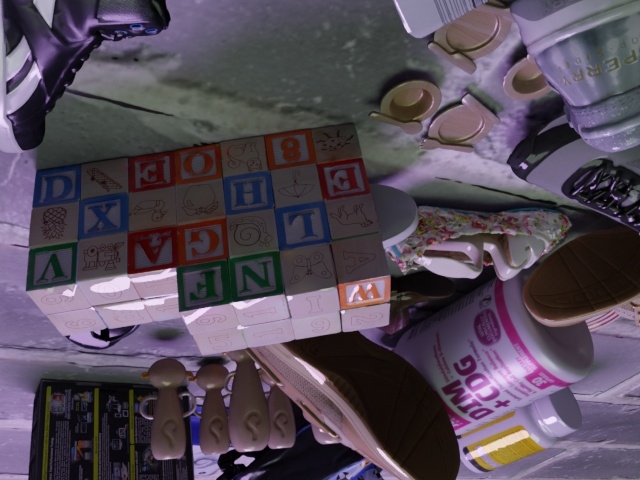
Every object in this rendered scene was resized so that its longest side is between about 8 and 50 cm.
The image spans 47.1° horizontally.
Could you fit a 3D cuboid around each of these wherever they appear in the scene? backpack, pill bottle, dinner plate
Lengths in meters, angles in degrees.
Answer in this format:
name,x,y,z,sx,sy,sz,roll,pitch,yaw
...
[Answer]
name,x,y,z,sx,sy,sz,roll,pitch,yaw
backpack,-0.002,0.402,1.235,0.276,0.213,0.263,-27,162,-6
pill bottle,0.345,0.325,1.304,0.119,0.119,0.208,22,136,-39
dinner plate,0.382,0.104,1.074,0.141,0.017,0.141,-7,147,-4
pill bottle,0.201,0.164,0.983,0.160,0.160,0.283,19,137,-37

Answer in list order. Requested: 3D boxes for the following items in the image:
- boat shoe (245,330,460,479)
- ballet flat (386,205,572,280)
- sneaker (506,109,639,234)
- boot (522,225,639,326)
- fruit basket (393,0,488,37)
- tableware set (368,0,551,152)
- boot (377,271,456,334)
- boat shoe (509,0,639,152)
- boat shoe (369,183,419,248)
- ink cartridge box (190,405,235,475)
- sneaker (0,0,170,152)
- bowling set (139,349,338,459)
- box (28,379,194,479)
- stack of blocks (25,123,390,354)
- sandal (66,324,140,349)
name,x,y,z,sx,sy,sz,roll,pitch,yaw
boat shoe,0.034,0.186,0.915,0.341,0.121,0.110,47,139,-5
ballet flat,0.179,0.009,0.822,0.241,0.077,0.091,0,145,-16
sneaker,0.308,-0.061,0.726,0.271,0.108,0.100,8,144,-24
boot,0.369,0.056,0.903,0.262,0.095,0.203,-31,148,-4
fruit basket,0.145,-0.295,0.327,0.353,0.165,0.327,-33,144,6
tableware set,0.130,-0.135,0.644,0.141,0.020,0.168,15,139,-33
boot,0.118,0.087,0.958,0.106,0.037,0.114,2,144,5
boat shoe,0.218,-0.123,0.506,0.118,0.103,0.320,-16,-178,30
boat shoe,0.000,0.000,0.769,0.219,0.078,0.070,-12,147,18
ink cartridge box,-0.241,0.342,1.238,0.223,0.045,0.224,12,141,-30
sneaker,-0.167,-0.136,0.507,0.121,0.079,0.217,3,143,-16
bowling set,-0.112,0.218,1.033,0.287,0.154,0.200,0,164,-17
box,-0.284,0.330,1.005,0.216,0.270,0.060,8,142,-26
stack of blocks,-0.098,0.006,0.658,0.297,0.171,0.087,-9,147,-1
sandal,-0.225,0.061,0.811,0.097,0.054,0.254,12,141,-30
